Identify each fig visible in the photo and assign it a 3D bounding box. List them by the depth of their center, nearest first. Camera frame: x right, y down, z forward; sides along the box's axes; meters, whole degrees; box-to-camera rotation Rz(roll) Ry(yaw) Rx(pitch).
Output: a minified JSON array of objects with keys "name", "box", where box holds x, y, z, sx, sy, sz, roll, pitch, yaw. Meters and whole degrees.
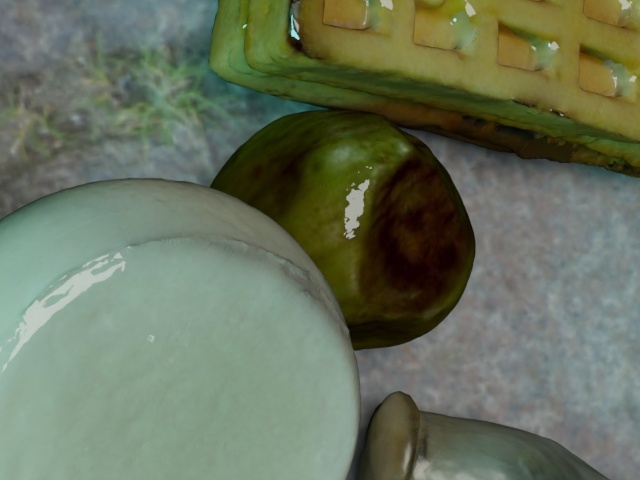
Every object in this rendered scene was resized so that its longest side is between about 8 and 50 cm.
[{"name":"fig","box":[0.000,0.000,0.866,0.166,0.154,0.144,-20,106,11]}]

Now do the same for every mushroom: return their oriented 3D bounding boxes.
[{"name":"mushroom","box":[0.169,0.204,0.907,0.351,0.097,0.109,38,71,-6]}]

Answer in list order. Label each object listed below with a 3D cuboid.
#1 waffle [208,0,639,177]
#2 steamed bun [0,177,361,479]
[{"name":"waffle","box":[0.105,-0.166,0.907,0.328,0.098,0.224,11,83,-30]},{"name":"steamed bun","box":[-0.101,0.077,0.752,0.232,0.145,0.232,-9,109,-27]}]
